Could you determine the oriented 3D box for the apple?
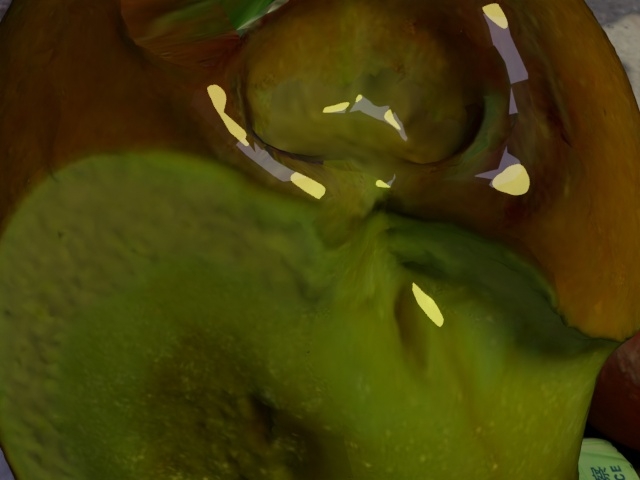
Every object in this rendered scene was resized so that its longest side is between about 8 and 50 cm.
[{"bbox_3d":[0.000,0.000,0.627,0.374,0.374,0.384,-14,61,-19],"label":"apple"}]

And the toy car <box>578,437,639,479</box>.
[{"bbox_3d":[0.106,0.172,0.775,0.224,0.076,0.090,-8,52,-14],"label":"toy car"}]

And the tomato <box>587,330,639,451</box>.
[{"bbox_3d":[0.267,0.079,0.799,0.228,0.199,0.112,-11,60,-11],"label":"tomato"}]
